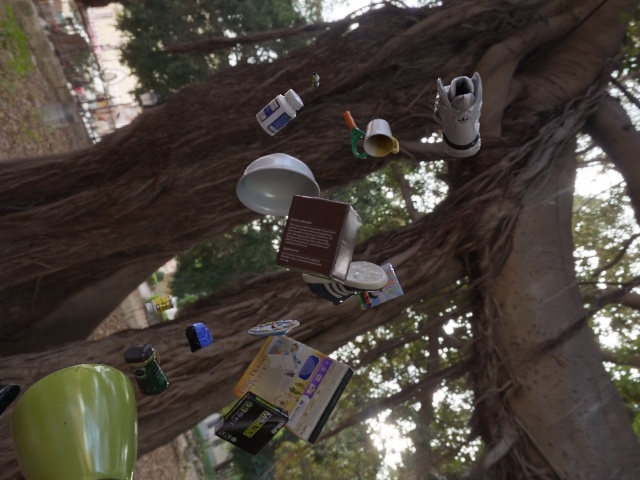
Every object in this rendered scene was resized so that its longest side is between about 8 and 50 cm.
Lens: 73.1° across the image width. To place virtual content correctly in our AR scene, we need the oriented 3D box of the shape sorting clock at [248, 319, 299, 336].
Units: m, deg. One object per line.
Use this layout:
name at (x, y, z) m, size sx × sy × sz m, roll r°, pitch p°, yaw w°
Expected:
shape sorting clock at (-0.186, 0.345, 1.723) m, size 0.206 × 0.206 × 0.040 m, roll 175°, pitch -90°, yaw -68°

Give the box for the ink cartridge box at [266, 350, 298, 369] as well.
ink cartridge box at (-0.145, 0.454, 1.641) m, size 0.115 × 0.029 × 0.063 m, roll -2°, pitch -74°, yaw 26°

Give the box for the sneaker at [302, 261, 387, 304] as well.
sneaker at (0.099, 0.168, 1.577) m, size 0.350 × 0.131 × 0.148 m, roll 2°, pitch -59°, yaw 41°

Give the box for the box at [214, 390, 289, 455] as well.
box at (-0.240, 0.641, 1.507) m, size 0.184 × 0.190 × 0.045 m, roll 40°, pitch 8°, yaw -19°

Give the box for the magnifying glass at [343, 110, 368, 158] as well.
magnifying glass at (0.142, -0.421, 1.702) m, size 0.092 × 0.026 × 0.231 m, roll -43°, pitch -123°, yaw 36°

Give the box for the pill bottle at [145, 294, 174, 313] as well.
pill bottle at (-0.736, 0.296, 1.974) m, size 0.065 × 0.116 × 0.065 m, roll 40°, pitch -42°, yaw 49°

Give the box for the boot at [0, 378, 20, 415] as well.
boot at (-0.712, 0.341, 0.904) m, size 0.121 × 0.099 × 0.045 m, roll -69°, pitch 157°, yaw -59°

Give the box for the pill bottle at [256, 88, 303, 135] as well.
pill bottle at (-0.169, -0.543, 1.821) m, size 0.112 × 0.187 × 0.112 m, roll 47°, pitch 20°, yaw -23°

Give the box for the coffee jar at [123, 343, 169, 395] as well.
coffee jar at (-0.601, 0.443, 1.489) m, size 0.079 × 0.096 × 0.184 m, roll -71°, pitch 152°, yaw -63°

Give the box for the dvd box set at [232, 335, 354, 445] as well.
dvd box set at (-0.116, 0.557, 1.689) m, size 0.420 × 0.307 × 0.062 m, roll 13°, pitch -31°, yaw 39°

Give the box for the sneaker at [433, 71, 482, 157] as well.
sneaker at (0.434, -0.446, 1.365) m, size 0.210 × 0.137 × 0.366 m, roll 73°, pitch 16°, yaw -45°

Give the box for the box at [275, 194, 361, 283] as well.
box at (0.000, 0.000, 1.220) m, size 0.167 × 0.168 × 0.203 m, roll 36°, pitch 68°, yaw -69°

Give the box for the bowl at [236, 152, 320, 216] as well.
bowl at (-0.150, -0.220, 1.566) m, size 0.298 × 0.298 × 0.134 m, roll 112°, pitch -19°, yaw -59°

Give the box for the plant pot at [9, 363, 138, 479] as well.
plant pot at (-0.527, 0.477, 0.968) m, size 0.293 × 0.275 × 0.275 m, roll 31°, pitch -44°, yaw 49°

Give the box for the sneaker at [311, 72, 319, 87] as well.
sneaker at (-0.026, -0.706, 1.899) m, size 0.035 × 0.031 × 0.083 m, roll 50°, pitch 31°, yaw -44°

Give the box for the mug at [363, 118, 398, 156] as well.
mug at (0.124, -0.215, 0.905) m, size 0.078 × 0.062 × 0.064 m, roll 53°, pitch 31°, yaw -46°

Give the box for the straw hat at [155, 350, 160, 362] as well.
straw hat at (-0.790, 0.564, 1.940) m, size 0.144 × 0.061 × 0.144 m, roll 7°, pitch 90°, yaw -75°

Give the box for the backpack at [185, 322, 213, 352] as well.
backpack at (-0.565, 0.443, 1.998) m, size 0.098 × 0.101 × 0.120 m, roll -32°, pitch -101°, yaw 31°

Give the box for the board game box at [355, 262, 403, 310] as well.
board game box at (0.261, 0.217, 2.027) m, size 0.160 × 0.211 × 0.039 m, roll 67°, pitch 15°, yaw 8°
